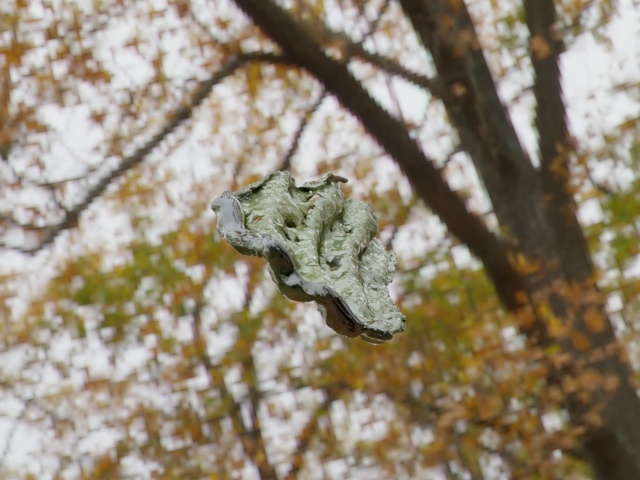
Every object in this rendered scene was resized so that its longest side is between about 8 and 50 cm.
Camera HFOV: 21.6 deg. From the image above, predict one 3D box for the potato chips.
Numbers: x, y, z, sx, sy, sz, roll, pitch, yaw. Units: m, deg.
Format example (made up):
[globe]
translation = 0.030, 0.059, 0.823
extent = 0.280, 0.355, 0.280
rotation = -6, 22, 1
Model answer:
[potato chips]
translation = 0.001, 0.000, 0.701
extent = 0.028, 0.092, 0.207
rotation = -51, 4, 12
